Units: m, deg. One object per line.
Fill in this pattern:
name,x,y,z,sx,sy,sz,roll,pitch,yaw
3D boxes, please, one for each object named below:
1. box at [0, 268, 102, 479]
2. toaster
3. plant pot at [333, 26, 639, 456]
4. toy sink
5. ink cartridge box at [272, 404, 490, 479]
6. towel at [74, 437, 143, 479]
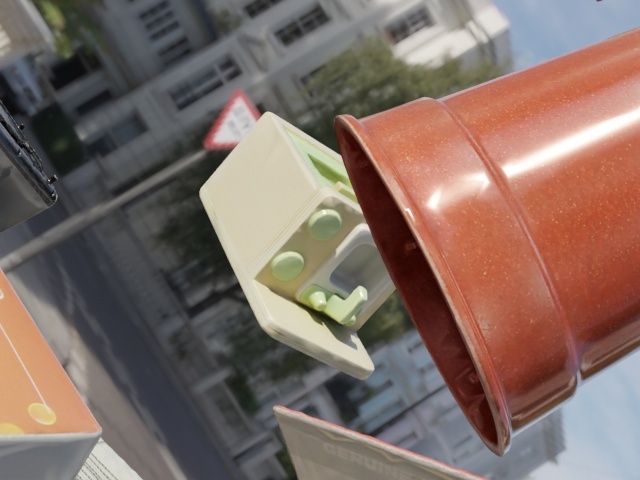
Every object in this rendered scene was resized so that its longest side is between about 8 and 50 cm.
box,-0.323,0.083,0.593,0.345,0.168,0.215,9,32,-49
toaster,-0.310,-0.100,0.954,0.168,0.110,0.186,53,-7,26
plant pot,0.186,-0.023,0.885,0.272,0.265,0.272,154,-90,-86
toy sink,0.000,0.000,1.215,0.153,0.131,0.234,29,21,-37
ink cartridge box,0.126,0.163,0.444,0.275,0.060,0.239,15,-45,31
towel,-0.164,0.306,0.993,0.324,0.056,0.312,47,16,9
